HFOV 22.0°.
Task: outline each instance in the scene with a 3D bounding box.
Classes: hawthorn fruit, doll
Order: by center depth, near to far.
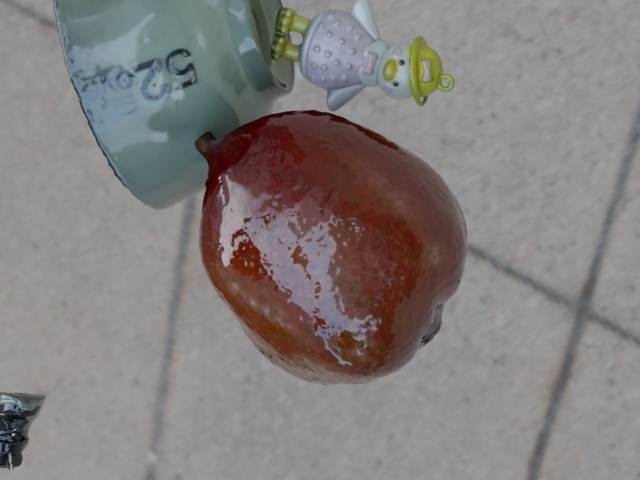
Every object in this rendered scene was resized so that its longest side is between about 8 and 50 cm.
[{"bbox_3d":[0.015,0.005,1.725,0.295,0.295,0.311,-4,133,41],"label":"hawthorn fruit"},{"bbox_3d":[0.047,-0.197,1.788,0.207,0.081,0.129,17,100,12],"label":"doll"}]

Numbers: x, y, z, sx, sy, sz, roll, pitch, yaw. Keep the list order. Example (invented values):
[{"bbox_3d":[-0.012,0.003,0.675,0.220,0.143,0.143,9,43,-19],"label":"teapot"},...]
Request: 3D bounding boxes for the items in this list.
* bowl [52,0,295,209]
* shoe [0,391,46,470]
[{"bbox_3d":[-0.143,-0.225,1.854,0.185,0.354,0.354,-14,102,14],"label":"bowl"},{"bbox_3d":[-0.413,0.258,2.182,0.169,0.071,0.099,-34,52,56],"label":"shoe"}]
